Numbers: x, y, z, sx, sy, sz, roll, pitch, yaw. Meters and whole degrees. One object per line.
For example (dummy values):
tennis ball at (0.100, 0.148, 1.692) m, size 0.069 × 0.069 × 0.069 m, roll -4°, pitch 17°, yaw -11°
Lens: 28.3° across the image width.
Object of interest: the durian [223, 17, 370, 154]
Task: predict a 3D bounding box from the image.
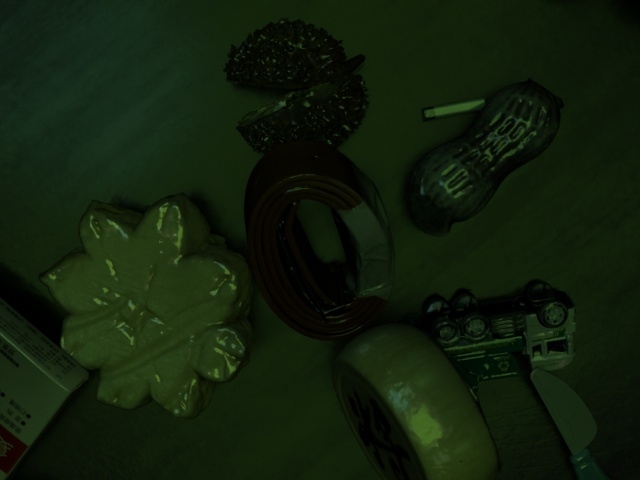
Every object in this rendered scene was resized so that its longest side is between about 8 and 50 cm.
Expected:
durian at (-0.025, -0.198, 1.636) m, size 0.196 × 0.167 × 0.196 m, roll -7°, pitch 109°, yaw -21°

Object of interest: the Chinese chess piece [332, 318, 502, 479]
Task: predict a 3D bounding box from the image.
Chinese chess piece at (0.117, 0.227, 1.595) m, size 0.104 × 0.257 × 0.257 m, roll -29°, pitch 93°, yaw -16°

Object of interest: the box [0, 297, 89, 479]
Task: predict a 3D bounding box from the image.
box at (-0.495, 0.141, 1.638) m, size 0.353 × 0.069 × 0.214 m, roll 40°, pitch 114°, yaw 3°

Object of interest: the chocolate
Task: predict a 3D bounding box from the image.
chocolate at (0.209, -0.110, 1.653) m, size 0.248 × 0.110 × 0.110 m, roll -43°, pitch 92°, yaw -1°

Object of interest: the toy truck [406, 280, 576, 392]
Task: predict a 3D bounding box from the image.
toy truck at (0.228, 0.131, 1.670) m, size 0.216 × 0.110 × 0.116 m, roll -8°, pitch 106°, yaw -1°

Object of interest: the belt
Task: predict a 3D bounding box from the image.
belt at (0.000, 0.000, 1.609) m, size 0.184 × 0.105 × 0.261 m, roll -23°, pitch 122°, yaw 5°

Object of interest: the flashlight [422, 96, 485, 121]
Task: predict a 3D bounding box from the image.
flashlight at (0.178, -0.175, 1.692) m, size 0.083 × 0.018 × 0.018 m, roll -10°, pitch 95°, yaw 1°

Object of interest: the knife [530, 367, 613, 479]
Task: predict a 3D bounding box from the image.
knife at (0.341, 0.261, 1.676) m, size 0.058 × 0.032 × 0.244 m, roll -27°, pitch 110°, yaw -4°

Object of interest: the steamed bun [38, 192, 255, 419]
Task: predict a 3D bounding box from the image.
steamed bun at (-0.210, 0.072, 1.644) m, size 0.295 × 0.137 × 0.292 m, roll 11°, pitch 103°, yaw 15°
